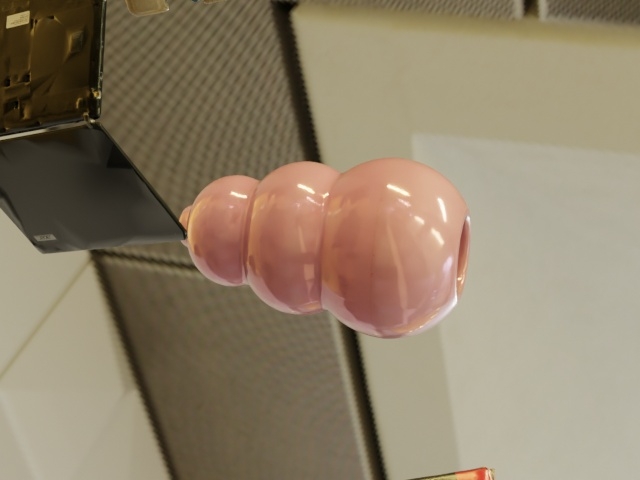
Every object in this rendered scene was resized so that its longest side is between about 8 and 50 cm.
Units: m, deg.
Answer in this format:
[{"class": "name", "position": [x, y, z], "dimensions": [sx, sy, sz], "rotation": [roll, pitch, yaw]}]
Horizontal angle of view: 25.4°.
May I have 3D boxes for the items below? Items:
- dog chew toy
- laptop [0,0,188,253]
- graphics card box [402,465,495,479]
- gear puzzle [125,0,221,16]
[{"class": "dog chew toy", "position": [0.000, 0.000, 1.628], "dimensions": [0.332, 0.206, 0.206], "rotation": [6, -47, 12]}, {"class": "laptop", "position": [-0.251, -0.131, 1.428], "dimensions": [0.234, 0.264, 0.137], "rotation": [-5, -11, 40]}, {"class": "graphics card box", "position": [-0.027, 0.316, 1.074], "dimensions": [0.371, 0.232, 0.094], "rotation": [-7, -23, -14]}, {"class": "gear puzzle", "position": [-0.081, -0.298, 0.877], "dimensions": [0.175, 0.044, 0.339], "rotation": [-11, -47, -2]}]
